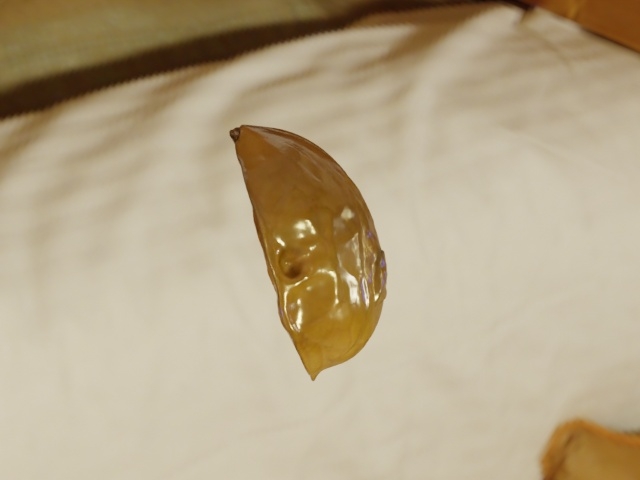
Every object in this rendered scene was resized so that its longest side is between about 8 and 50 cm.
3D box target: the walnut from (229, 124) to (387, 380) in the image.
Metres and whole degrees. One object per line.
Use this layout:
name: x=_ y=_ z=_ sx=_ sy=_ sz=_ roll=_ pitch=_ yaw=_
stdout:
walnut: x=0.000 y=0.000 z=0.775 sx=0.052 sy=0.091 sz=0.121 roll=-17 pitch=100 yaw=1
